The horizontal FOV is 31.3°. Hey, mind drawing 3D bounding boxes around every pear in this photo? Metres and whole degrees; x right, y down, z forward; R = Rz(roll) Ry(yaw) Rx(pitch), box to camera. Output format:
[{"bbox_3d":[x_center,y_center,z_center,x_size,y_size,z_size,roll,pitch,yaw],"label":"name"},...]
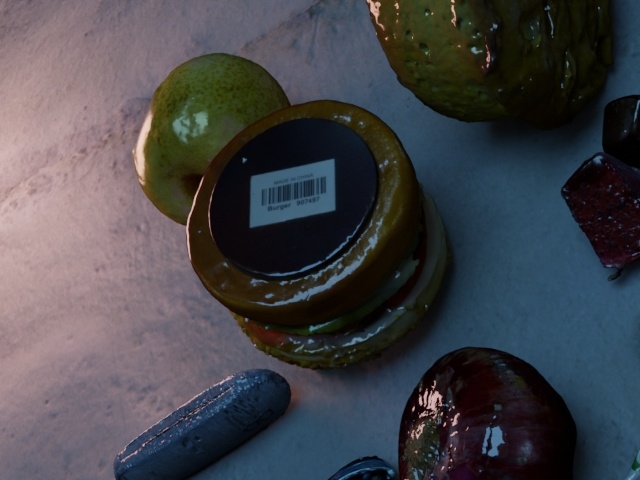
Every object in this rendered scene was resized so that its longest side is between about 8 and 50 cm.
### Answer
[{"bbox_3d":[-0.155,-0.152,1.713,0.271,0.271,0.271,-15,59,26],"label":"pear"}]

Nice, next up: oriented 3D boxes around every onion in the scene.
[{"bbox_3d":[0.190,0.244,1.319,0.246,0.190,0.246,-44,36,44],"label":"onion"}]

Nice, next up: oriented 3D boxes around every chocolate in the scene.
[{"bbox_3d":[0.419,-0.131,1.421,0.149,0.125,0.080,5,86,30],"label":"chocolate"}]

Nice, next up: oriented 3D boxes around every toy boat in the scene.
[{"bbox_3d":[0.038,0.327,1.458,0.137,0.060,0.061,-36,33,5],"label":"toy boat"}]

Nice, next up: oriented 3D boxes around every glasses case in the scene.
[{"bbox_3d":[-0.166,0.267,1.589,0.282,0.109,0.067,-35,51,12],"label":"glasses case"}]

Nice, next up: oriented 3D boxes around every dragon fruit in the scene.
[{"bbox_3d":[0.372,-0.038,1.422,0.102,0.096,0.147,-35,83,26],"label":"dragon fruit"}]

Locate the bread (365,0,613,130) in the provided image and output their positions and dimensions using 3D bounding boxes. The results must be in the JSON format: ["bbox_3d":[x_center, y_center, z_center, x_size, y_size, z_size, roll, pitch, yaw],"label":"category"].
[{"bbox_3d":[0.230,-0.332,1.495,0.215,0.398,0.398,-8,62,43],"label":"bread"}]

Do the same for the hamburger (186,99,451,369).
[{"bbox_3d":[0.000,0.000,1.518,0.330,0.250,0.330,-11,60,19],"label":"hamburger"}]

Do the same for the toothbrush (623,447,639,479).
[{"bbox_3d":[0.384,0.234,1.303,0.030,0.030,0.304,32,86,39],"label":"toothbrush"}]
